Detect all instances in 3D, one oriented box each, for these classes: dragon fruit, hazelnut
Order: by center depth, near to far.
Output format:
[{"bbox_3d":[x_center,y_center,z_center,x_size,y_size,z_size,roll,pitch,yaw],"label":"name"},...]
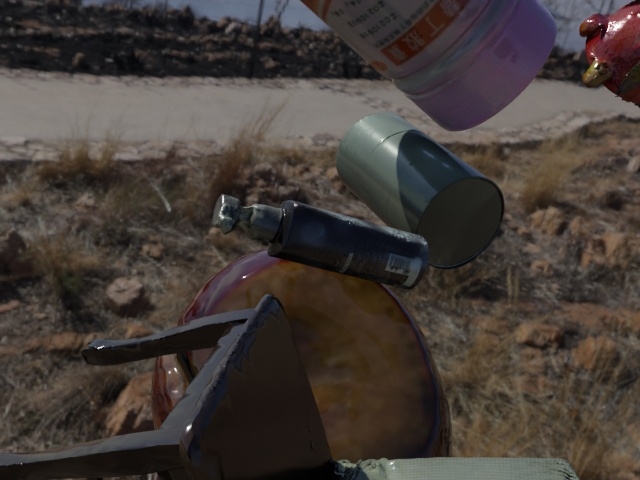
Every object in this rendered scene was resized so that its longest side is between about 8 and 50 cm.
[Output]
[{"bbox_3d":[0.312,-0.187,0.683,0.126,0.068,0.112,8,62,-18],"label":"dragon fruit"},{"bbox_3d":[-0.034,0.213,0.886,0.359,0.359,0.409,3,52,-28],"label":"hazelnut"}]

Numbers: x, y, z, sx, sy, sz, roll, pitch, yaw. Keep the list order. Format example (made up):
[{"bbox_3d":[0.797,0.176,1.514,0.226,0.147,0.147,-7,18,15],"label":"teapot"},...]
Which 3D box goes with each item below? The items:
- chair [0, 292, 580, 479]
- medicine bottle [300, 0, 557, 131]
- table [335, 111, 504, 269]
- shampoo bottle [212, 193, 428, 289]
[{"bbox_3d":[-0.014,0.142,0.430,0.319,0.186,0.160,-12,18,19],"label":"chair"},{"bbox_3d":[0.115,-0.303,0.876,0.316,0.202,0.202,36,13,-24],"label":"medicine bottle"},{"bbox_3d":[0.122,-0.072,0.932,0.126,0.126,0.220,3,27,-28],"label":"table"},{"bbox_3d":[0.000,-0.001,0.677,0.208,0.057,0.063,14,2,-19],"label":"shampoo bottle"}]
